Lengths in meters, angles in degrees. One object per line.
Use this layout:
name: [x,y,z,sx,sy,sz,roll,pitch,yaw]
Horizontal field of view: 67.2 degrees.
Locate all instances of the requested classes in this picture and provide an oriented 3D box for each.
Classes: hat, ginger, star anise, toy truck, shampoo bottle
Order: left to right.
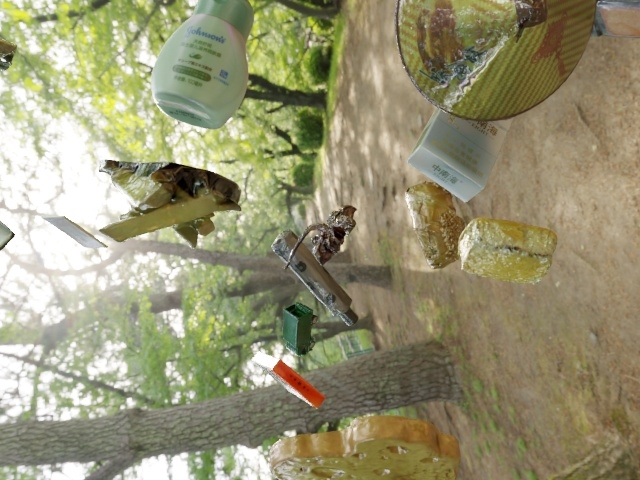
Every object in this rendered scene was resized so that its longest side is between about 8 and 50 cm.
ginger: [-0.410,-0.085,1.291,0.413,0.359,0.211,16,-96,-69]
shampoo bottle: [-0.270,-0.462,1.187,0.151,0.222,0.349,101,-175,-76]
toy truck: [-0.055,0.245,1.313,0.065,0.079,0.147,27,126,37]
star anise: [0.000,0.000,0.970,0.070,0.190,0.097,34,-166,-28]
hat: [0.165,-0.196,0.413,0.082,0.193,0.193,-98,-3,-70]

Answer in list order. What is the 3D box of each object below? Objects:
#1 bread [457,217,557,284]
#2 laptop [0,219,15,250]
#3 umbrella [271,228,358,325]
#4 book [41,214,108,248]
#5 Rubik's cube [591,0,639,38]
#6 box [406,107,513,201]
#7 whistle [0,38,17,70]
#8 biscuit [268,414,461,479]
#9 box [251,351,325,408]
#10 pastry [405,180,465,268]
bread: [0.492,0.031,1.275,0.174,0.246,0.121,92,-173,-55]
laptop: [-0.726,0.041,0.906,0.188,0.269,0.015,33,163,21]
umbrella: [-0.006,0.110,1.328,0.337,0.067,0.073,49,-132,-19]
book: [-0.751,-0.025,1.477,0.172,0.118,0.012,52,-132,-47]
Rubik's cube: [0.542,-0.559,0.749,0.359,0.363,0.362,28,-179,43]
box: [0.296,-0.217,0.999,0.242,0.155,0.067,-60,6,-29]
whistle: [-0.737,-0.393,0.865,0.327,0.068,0.057,13,-132,-43]
biscuit: [0.086,0.401,0.861,0.351,0.312,0.057,38,-151,-33]
box: [-0.082,0.321,1.131,0.139,0.035,0.245,42,161,-7]
pastry: [0.392,-0.059,1.606,0.255,0.162,0.310,54,-160,-42]
